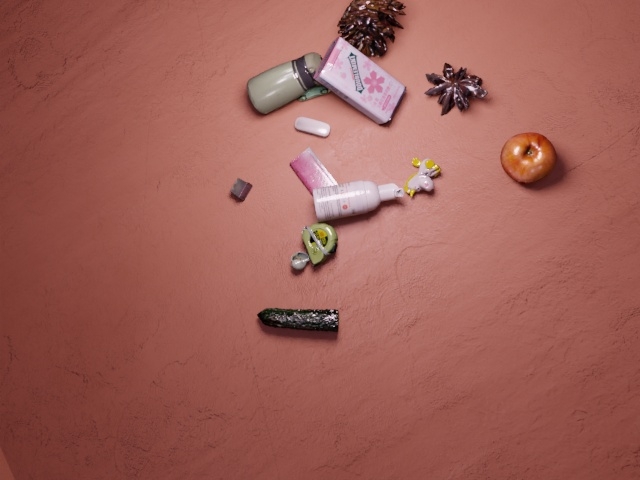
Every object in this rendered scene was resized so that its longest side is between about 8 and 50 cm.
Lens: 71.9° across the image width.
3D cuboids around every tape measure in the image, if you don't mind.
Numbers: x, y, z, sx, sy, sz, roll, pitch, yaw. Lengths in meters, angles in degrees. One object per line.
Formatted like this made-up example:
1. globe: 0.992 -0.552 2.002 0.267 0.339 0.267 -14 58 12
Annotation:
1. tape measure: 0.000 0.000 1.890 0.154 0.087 0.177 -28 79 17

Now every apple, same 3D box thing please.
1. apple: 0.830 -0.330 1.766 0.209 0.164 0.209 -1 83 11

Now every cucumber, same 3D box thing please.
1. cucumber: -0.100 0.330 1.865 0.359 0.096 0.096 1 84 8

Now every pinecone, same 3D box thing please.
1. pinecone: 0.215 -0.918 1.878 0.242 0.298 0.296 28 100 -33

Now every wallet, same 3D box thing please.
1. wallet: -0.027 -0.289 1.959 0.119 0.025 0.232 -37 80 2

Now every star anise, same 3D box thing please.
1. star anise: 0.566 -0.645 1.867 0.282 0.129 0.212 26 82 19

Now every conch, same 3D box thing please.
1. conch: -0.091 0.091 1.911 0.085 0.057 0.076 -14 61 -23

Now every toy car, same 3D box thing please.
1. toy car: -0.027 -0.681 1.987 0.186 0.058 0.093 -11 81 20

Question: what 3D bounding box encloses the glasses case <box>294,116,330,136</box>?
1. glasses case: -0.035 -0.508 1.977 0.164 0.041 0.063 17 85 11

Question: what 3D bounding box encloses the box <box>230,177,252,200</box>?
1. box: -0.358 -0.232 1.987 0.063 0.060 0.085 29 90 15

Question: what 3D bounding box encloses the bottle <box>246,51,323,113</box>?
1. bottle: -0.140 -0.691 1.921 0.347 0.168 0.168 -20 81 18

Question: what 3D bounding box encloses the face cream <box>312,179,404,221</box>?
1. face cream: 0.158 -0.178 1.859 0.369 0.145 0.145 -9 82 1

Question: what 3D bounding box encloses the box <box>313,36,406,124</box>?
1. box: 0.171 -0.658 1.850 0.369 0.112 0.190 30 87 -22

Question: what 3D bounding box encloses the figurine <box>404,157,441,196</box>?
1. figurine: 0.428 -0.261 1.864 0.129 0.109 0.178 20 87 37
